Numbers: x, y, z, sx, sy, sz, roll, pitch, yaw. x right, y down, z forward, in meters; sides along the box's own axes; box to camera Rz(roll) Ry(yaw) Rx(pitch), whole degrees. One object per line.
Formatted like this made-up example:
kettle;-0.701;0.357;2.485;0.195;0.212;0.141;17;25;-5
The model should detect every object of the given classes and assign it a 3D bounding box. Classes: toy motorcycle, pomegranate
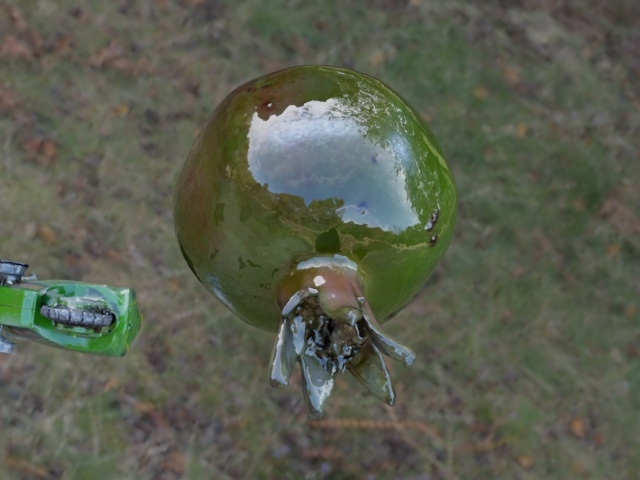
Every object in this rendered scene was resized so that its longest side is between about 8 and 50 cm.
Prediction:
toy motorcycle;-0.202;0.054;1.183;0.106;0.074;0.190;10;-4;-39
pomegranate;0.000;0.000;0.949;0.182;0.181;0.224;17;39;-23
